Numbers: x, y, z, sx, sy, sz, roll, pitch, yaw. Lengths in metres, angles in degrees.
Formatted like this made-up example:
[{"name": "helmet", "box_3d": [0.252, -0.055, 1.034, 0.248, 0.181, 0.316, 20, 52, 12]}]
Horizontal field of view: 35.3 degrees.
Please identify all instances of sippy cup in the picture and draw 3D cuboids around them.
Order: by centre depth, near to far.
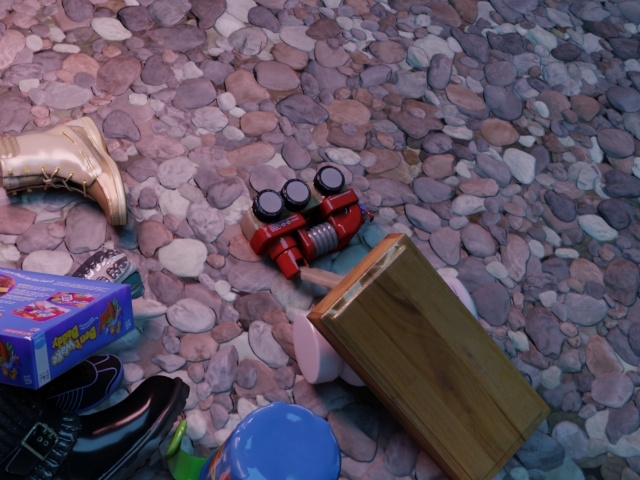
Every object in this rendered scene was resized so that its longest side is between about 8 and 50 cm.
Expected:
[{"name": "sippy cup", "box_3d": [-0.070, 0.367, 1.544, 0.306, 0.224, 0.240, -8, 58, -21]}]

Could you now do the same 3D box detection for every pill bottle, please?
[{"name": "pill bottle", "box_3d": [0.112, 0.164, 1.775, 0.302, 0.169, 0.169, -9, 58, -20]}]

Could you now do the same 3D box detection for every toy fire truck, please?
[{"name": "toy fire truck", "box_3d": [0.000, 0.000, 1.888, 0.217, 0.158, 0.246, -23, 75, -29]}]

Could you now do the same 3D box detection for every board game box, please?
[{"name": "board game box", "box_3d": [-0.495, 0.119, 1.531, 0.347, 0.078, 0.233, 6, 19, 25]}]

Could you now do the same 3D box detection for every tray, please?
[{"name": "tray", "box_3d": [0.187, 0.207, 1.673, 0.203, 0.076, 0.411, -44, 103, -16]}]

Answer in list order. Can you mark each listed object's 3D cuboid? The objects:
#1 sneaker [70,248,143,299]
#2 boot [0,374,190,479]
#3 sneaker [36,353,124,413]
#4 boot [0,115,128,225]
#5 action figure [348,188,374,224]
[{"name": "sneaker", "box_3d": [-0.410, 0.137, 1.692, 0.275, 0.110, 0.107, -40, 48, -16]}, {"name": "boot", "box_3d": [-0.385, 0.267, 1.526, 0.260, 0.131, 0.348, 48, 57, -9]}, {"name": "sneaker", "box_3d": [-0.420, 0.238, 1.625, 0.232, 0.090, 0.081, -27, 66, -29]}, {"name": "boot", "box_3d": [-0.481, -0.113, 1.859, 0.203, 0.095, 0.262, -16, 59, -25]}, {"name": "action figure", "box_3d": [0.060, -0.076, 2.022, 0.038, 0.030, 0.115, -21, 58, -33]}]
